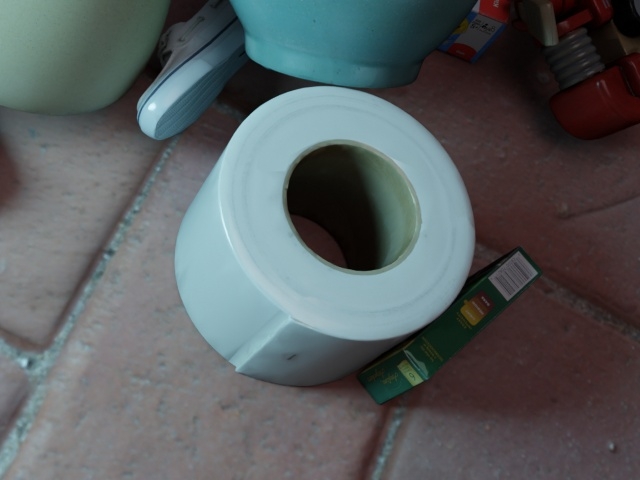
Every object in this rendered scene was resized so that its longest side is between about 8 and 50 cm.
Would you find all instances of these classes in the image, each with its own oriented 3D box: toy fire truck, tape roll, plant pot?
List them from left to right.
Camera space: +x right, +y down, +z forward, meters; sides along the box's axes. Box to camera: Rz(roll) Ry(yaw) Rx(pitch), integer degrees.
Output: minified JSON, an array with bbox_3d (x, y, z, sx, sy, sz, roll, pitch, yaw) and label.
[{"bbox_3d":[-0.241,-0.282,0.929,0.284,0.191,0.284,23,48,-28],"label":"plant pot"},{"bbox_3d":[0.000,0.000,0.970,0.246,0.169,0.246,9,65,-19],"label":"tape roll"},{"bbox_3d":[0.025,-0.260,0.980,0.293,0.196,0.293,9,23,-4],"label":"plant pot"},{"bbox_3d":[0.287,-0.214,1.146,0.246,0.158,0.217,-29,95,-36],"label":"toy fire truck"}]

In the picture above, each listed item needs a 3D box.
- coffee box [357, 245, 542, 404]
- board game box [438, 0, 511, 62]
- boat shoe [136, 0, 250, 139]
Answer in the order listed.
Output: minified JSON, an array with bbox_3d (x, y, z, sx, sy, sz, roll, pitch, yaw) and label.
[{"bbox_3d":[0.128,0.083,1.020,0.184,0.113,0.040,-38,87,-28],"label":"coffee box"},{"bbox_3d":[0.083,-0.403,1.217,0.302,0.086,0.308,17,64,-15],"label":"board game box"},{"bbox_3d":[-0.131,-0.186,1.055,0.076,0.083,0.226,34,48,6],"label":"boat shoe"}]
